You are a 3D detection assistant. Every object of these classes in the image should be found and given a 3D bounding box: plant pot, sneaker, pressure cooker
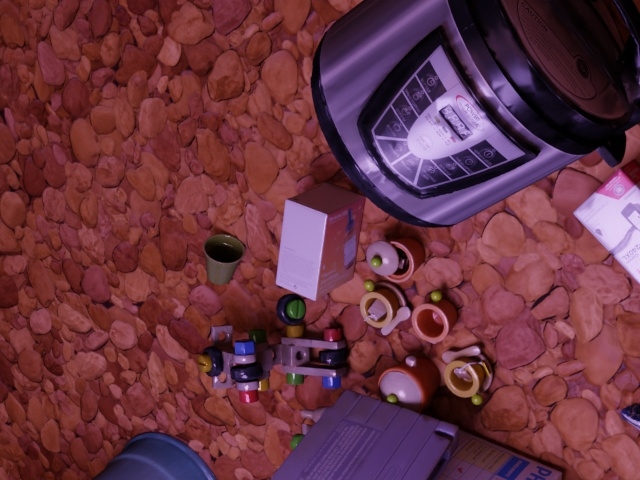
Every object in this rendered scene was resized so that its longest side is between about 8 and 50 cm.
[{"bbox_3d":[-0.432,0.643,2.317,0.341,0.334,0.341,12,113,32],"label":"plant pot"},{"bbox_3d":[0.539,0.311,1.685,0.135,0.052,0.058,25,124,27],"label":"sneaker"},{"bbox_3d":[0.237,-0.255,1.493,0.420,0.369,0.376,-29,64,38],"label":"pressure cooker"},{"bbox_3d":[-0.195,0.044,2.099,0.083,0.083,0.079,34,135,21],"label":"plant pot"}]

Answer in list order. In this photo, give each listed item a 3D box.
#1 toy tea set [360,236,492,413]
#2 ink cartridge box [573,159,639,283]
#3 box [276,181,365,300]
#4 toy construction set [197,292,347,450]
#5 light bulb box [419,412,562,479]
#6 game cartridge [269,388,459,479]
[{"bbox_3d":[0.148,0.162,1.860,0.200,0.124,0.336,-27,90,39],"label":"toy tea set"},{"bbox_3d":[0.477,-0.027,1.595,0.150,0.063,0.109,49,127,11],"label":"ink cartridge box"},{"bbox_3d":[0.000,0.000,1.903,0.091,0.130,0.171,22,119,28],"label":"box"},{"bbox_3d":[-0.091,0.259,2.037,0.237,0.257,0.309,-4,115,54],"label":"toy construction set"},{"bbox_3d":[0.168,0.500,1.821,0.361,0.358,0.225,19,121,30],"label":"light bulb box"},{"bbox_3d":[0.054,0.389,1.715,0.230,0.355,0.068,12,123,27],"label":"game cartridge"}]
